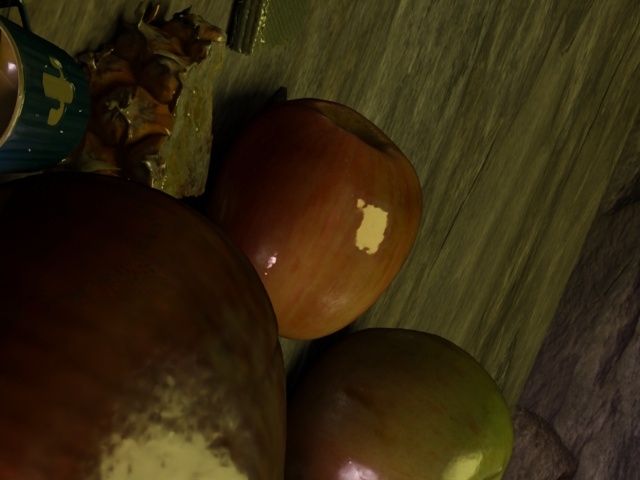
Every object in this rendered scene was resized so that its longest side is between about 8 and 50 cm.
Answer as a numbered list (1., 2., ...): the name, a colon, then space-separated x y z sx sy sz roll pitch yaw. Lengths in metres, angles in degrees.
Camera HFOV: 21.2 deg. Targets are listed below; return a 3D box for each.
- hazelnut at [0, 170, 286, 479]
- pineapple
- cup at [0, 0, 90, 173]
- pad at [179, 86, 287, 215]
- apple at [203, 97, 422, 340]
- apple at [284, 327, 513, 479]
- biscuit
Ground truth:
1. hazelnut: -0.206 0.150 1.393 0.409 0.359 0.359 -54 157 -18
2. pineapple: -0.154 -0.109 1.584 0.236 0.115 0.186 -55 157 -36
3. cup: -0.255 -0.131 1.307 0.155 0.131 0.176 12 76 -75
4. pad: -0.126 -0.008 1.923 0.330 0.004 0.220 -49 154 -41
5. apple: -0.019 -0.025 1.868 0.241 0.242 0.242 -59 163 16
6. apple: 0.108 0.298 2.420 0.338 0.305 0.338 -55 159 -33
7. biscuit: -0.036 -0.296 1.783 0.121 0.041 0.199 -34 142 -59
